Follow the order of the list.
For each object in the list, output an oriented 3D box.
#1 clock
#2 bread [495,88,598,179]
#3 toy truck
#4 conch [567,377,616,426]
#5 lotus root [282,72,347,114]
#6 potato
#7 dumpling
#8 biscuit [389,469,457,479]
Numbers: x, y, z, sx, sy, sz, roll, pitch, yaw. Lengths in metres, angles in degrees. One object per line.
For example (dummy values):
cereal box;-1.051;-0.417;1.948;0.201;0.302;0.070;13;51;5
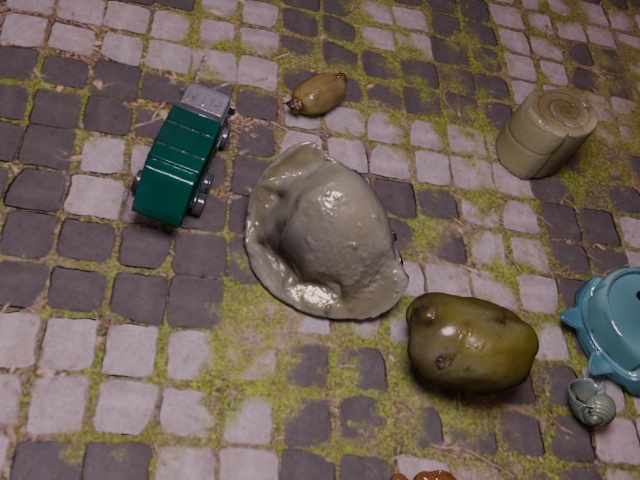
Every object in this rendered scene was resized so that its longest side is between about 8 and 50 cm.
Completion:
clock;0.541;0.145;1.208;0.274;0.094;0.223;-9;60;-24
bread;0.428;-0.207;1.376;0.148;0.141;0.134;-23;69;-30
toy truck;-0.213;-0.135;1.131;0.114;0.124;0.253;21;55;-7
conch;0.418;0.254;1.120;0.076;0.056;0.085;18;21;14
lotus root;-0.006;-0.266;1.320;0.073;0.062;0.150;41;54;20
potato;0.221;0.152;1.070;0.201;0.137;0.154;18;53;-5
dumpling;-0.002;-0.003;1.102;0.227;0.175;0.243;-33;55;-2
biscuit;0.150;0.362;0.979;0.131;0.019;0.102;7;57;-15
